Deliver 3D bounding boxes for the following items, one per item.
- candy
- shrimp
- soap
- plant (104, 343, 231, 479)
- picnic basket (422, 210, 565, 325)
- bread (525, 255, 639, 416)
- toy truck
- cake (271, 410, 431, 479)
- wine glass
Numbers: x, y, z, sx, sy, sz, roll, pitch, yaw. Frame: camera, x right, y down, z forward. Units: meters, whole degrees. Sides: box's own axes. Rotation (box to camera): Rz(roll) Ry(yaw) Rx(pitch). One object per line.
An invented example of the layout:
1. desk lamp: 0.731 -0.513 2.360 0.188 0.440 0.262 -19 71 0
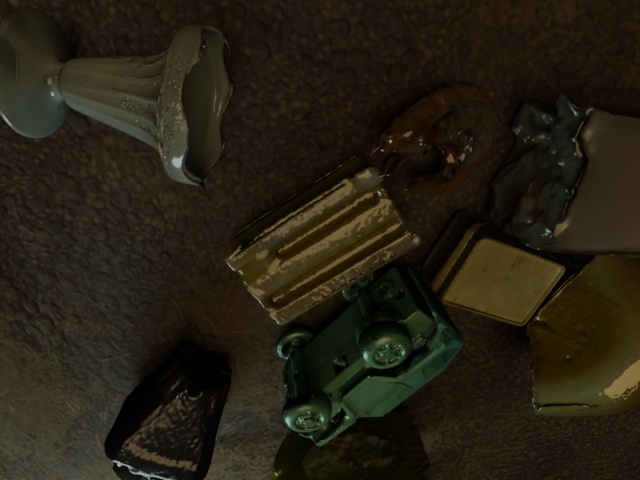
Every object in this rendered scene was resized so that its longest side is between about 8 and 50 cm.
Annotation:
1. candy: 0.331 -0.082 0.503 0.195 0.137 0.185 2 116 -6
2. shrimp: 0.145 -0.114 0.501 0.187 0.051 0.133 -24 109 -14
3. soap: 0.000 0.001 0.560 0.233 0.076 0.135 -32 114 11
4. plant: -0.239 0.294 0.656 0.164 0.142 0.256 25 109 -16
5. picnic basket: 0.241 0.042 0.585 0.164 0.079 0.115 20 112 -18
6. bread: 0.397 0.146 0.581 0.158 0.156 0.261 19 113 -46
7. toy truck: 0.058 0.168 0.605 0.156 0.155 0.279 35 110 -27
8. cake: 0.049 0.397 0.704 0.260 0.179 0.156 -3 116 1
9. wine glass: -0.204 -0.153 0.428 0.196 0.165 0.165 10 115 -5
